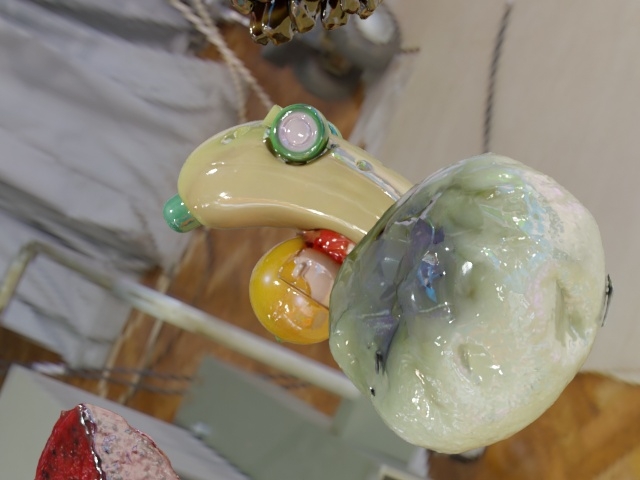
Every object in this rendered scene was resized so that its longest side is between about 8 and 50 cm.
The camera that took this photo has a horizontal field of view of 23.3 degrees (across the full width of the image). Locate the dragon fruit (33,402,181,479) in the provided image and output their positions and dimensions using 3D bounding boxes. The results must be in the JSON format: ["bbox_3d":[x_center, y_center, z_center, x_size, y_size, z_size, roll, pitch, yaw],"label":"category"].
[{"bbox_3d":[-0.246,0.372,1.897,0.205,0.152,0.317,-37,64,38],"label":"dragon fruit"}]

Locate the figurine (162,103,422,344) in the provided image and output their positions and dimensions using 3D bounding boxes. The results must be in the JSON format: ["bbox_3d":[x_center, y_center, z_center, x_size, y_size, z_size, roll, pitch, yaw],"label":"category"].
[{"bbox_3d":[0.000,0.000,1.565,0.222,0.324,0.124,-58,-9,-1],"label":"figurine"}]

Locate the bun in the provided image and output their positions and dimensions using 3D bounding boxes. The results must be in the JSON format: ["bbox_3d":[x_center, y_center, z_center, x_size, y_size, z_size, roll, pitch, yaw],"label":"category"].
[{"bbox_3d":[0.115,0.043,1.345,0.273,0.168,0.273,-28,49,36],"label":"bun"}]

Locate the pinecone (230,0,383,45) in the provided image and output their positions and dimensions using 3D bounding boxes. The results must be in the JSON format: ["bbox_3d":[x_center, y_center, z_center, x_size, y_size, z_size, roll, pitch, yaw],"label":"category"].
[{"bbox_3d":[-0.015,-0.259,1.189,0.201,0.202,0.229,-11,28,45],"label":"pinecone"}]
